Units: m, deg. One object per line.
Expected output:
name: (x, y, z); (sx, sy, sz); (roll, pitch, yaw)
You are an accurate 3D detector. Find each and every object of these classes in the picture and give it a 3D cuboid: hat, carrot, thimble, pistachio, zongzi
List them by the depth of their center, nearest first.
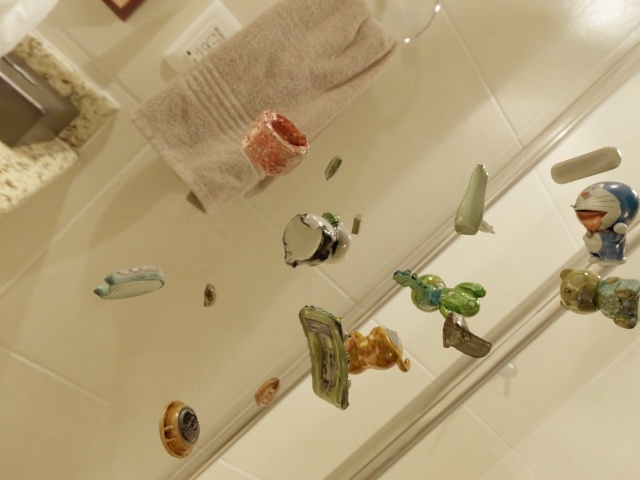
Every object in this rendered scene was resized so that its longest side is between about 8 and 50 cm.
carrot: (-0.168, 0.503, 1.347); (0.072, 0.072, 0.205); (47, -38, 13)
hat: (0.516, 0.333, 1.405); (0.175, 0.085, 0.146); (25, -46, 16)
thimble: (-0.166, -0.363, 1.504); (0.239, 0.162, 0.239); (31, 35, -25)
pistachio: (-0.446, 0.233, 1.630); (0.049, 0.089, 0.173); (10, -26, -7)
zongzi: (0.057, -0.320, 1.770); (0.052, 0.104, 0.113); (31, 21, -7)

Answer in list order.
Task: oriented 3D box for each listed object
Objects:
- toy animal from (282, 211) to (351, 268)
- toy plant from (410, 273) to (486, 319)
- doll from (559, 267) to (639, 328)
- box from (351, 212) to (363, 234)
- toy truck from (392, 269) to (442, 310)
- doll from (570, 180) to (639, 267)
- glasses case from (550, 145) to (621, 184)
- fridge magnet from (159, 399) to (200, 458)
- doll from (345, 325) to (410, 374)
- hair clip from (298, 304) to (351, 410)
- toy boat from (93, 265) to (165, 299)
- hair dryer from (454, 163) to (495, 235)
toy animal: (0.004, -0.009, 1.481); (0.212, 0.212, 0.267); (48, 31, 23)
toy plant: (0.581, 0.265, 1.828); (0.316, 0.224, 0.184); (7, -42, 53)
doll: (1.015, 0.199, 1.460); (0.261, 0.162, 0.176); (8, -66, 52)
box: (0.170, -0.077, 1.836); (0.035, 0.079, 0.083); (13, 21, 9)
toy truck: (0.315, 0.164, 1.319); (0.175, 0.067, 0.081); (31, 50, -13)
doll: (0.845, -0.048, 1.198); (0.215, 0.162, 0.256); (-66, 154, -86)
glasses case: (0.995, -0.280, 1.508); (0.234, 0.059, 0.092); (-22, -95, 53)
fridge magnet: (-0.359, 0.481, 1.025); (0.143, 0.063, 0.142); (-23, 90, -81)
doll: (0.180, 0.414, 1.492); (0.167, 0.270, 0.162); (34, 49, -43)
hair clip: (0.029, 0.310, 1.098); (0.139, 0.091, 0.320); (13, -61, 38)
toy boat: (-0.581, 0.120, 1.232); (0.208, 0.134, 0.078); (-4, 59, -53)
hair dryer: (0.493, -0.088, 1.209); (0.076, 0.206, 0.237); (9, -16, 43)
